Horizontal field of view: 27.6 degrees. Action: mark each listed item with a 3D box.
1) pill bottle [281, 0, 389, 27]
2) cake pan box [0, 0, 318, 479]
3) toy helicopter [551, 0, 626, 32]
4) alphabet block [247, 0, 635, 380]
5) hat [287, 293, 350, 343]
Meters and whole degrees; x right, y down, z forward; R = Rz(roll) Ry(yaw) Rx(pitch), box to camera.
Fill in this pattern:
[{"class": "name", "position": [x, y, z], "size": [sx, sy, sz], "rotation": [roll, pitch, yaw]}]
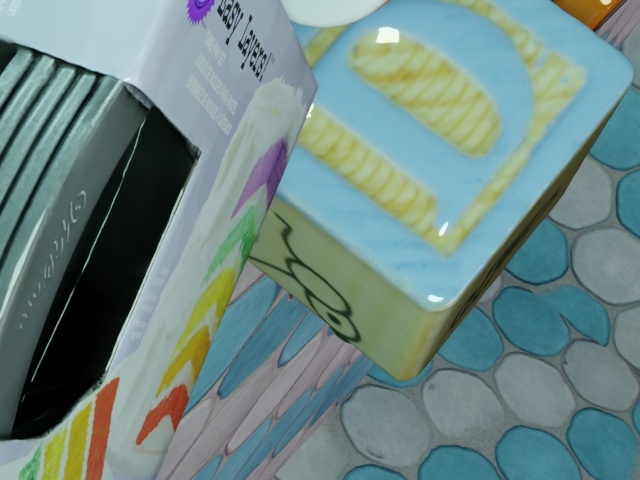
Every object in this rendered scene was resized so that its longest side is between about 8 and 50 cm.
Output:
[{"class": "pill bottle", "position": [0.028, -0.153, 0.550], "size": [0.152, 0.086, 0.086], "rotation": [-45, 169, -49]}, {"class": "cake pan box", "position": [-0.087, 0.009, 0.473], "size": [0.267, 0.070, 0.245], "rotation": [57, 53, -79]}, {"class": "toy helicopter", "position": [0.178, -0.248, 0.707], "size": [0.235, 0.140, 0.355], "rotation": [-44, 175, 6]}, {"class": "alphabet block", "position": [0.048, -0.055, 0.806], "size": [0.193, 0.192, 0.197], "rotation": [-48, 171, -15]}, {"class": "hat", "position": [0.000, 0.000, 1.265], "size": [0.208, 0.183, 0.173], "rotation": [-5, -111, 54]}]
